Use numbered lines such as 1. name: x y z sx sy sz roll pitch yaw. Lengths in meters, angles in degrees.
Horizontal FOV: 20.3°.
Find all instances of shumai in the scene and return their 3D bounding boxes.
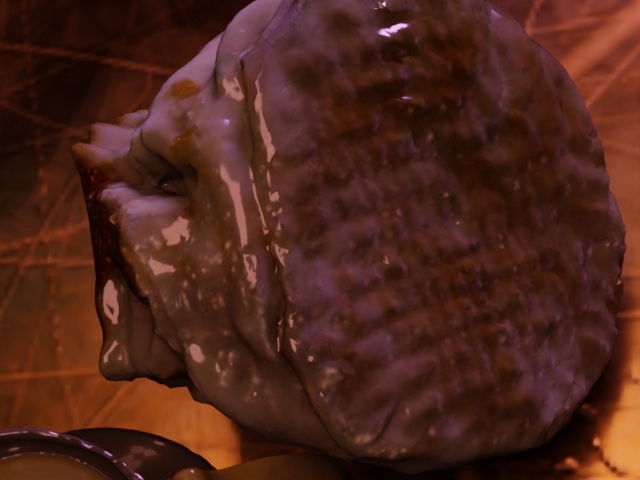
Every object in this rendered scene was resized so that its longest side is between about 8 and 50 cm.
1. shumai: 0.005 0.004 0.623 0.142 0.184 0.184 -10 58 58

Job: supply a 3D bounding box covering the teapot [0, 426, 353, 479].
1. teapot: -0.066 0.113 0.591 0.166 0.119 0.130 -26 66 2
